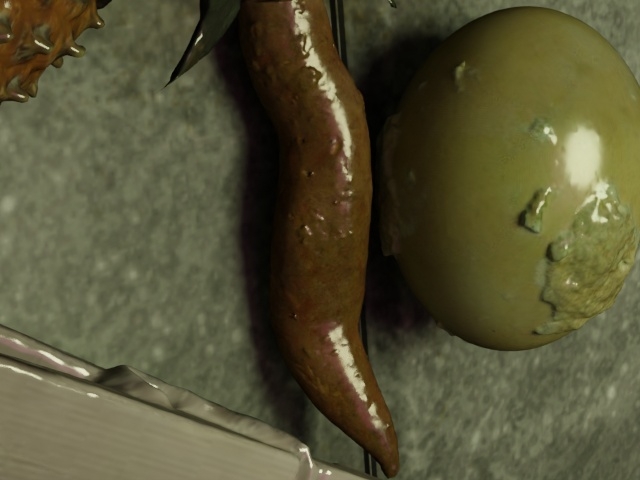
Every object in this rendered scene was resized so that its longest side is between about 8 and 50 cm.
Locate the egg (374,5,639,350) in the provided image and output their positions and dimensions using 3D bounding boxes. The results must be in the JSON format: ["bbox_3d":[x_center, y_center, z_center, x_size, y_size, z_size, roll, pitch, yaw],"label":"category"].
[{"bbox_3d":[0.115,-0.035,0.784,0.164,0.164,0.202,-3,104,-38],"label":"egg"}]

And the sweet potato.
[{"bbox_3d":[0.000,0.000,0.761,0.067,0.059,0.281,-5,108,4],"label":"sweet potato"}]

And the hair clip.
[{"bbox_3d":[-0.081,0.118,0.692,0.330,0.101,0.085,29,77,-37],"label":"hair clip"}]

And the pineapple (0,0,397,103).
[{"bbox_3d":[-0.085,-0.147,0.599,0.364,0.165,0.166,-25,114,-33],"label":"pineapple"}]
